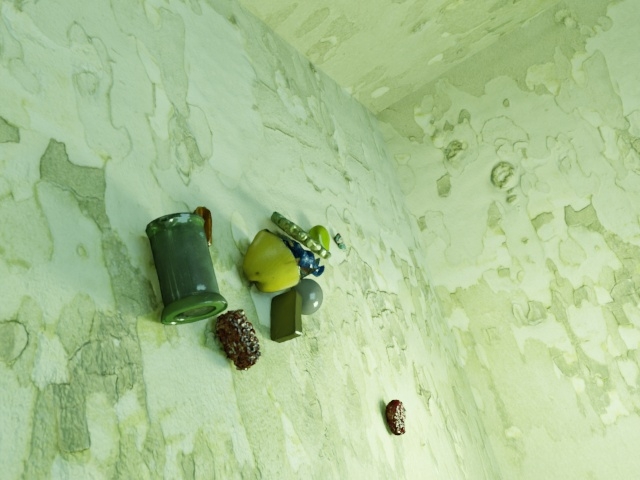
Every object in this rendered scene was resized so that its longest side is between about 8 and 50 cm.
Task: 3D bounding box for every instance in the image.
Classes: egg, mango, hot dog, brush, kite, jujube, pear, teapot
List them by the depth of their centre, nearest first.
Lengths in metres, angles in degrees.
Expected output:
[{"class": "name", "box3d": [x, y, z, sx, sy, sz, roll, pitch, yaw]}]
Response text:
[{"class": "teapot", "box3d": [-0.421, 0.082, 1.454, 0.270, 0.201, 0.336, 61, 10, -72]}, {"class": "hot dog", "box3d": [-0.431, -0.045, 1.660, 0.072, 0.055, 0.188, 29, 44, -43]}, {"class": "pear", "box3d": [-0.218, 0.102, 1.785, 0.178, 0.267, 0.266, -32, 96, -38]}, {"class": "brush", "box3d": [-0.132, 0.300, 1.802, 0.059, 0.123, 0.197, 41, 36, -42]}, {"class": "egg", "box3d": [-0.061, 0.236, 1.948, 0.146, 0.147, 0.198, 53, 11, -19]}, {"class": "kite", "box3d": [-0.101, 0.130, 2.000, 0.010, 0.183, 0.160, -94, -171, -47]}, {"class": "jujube", "box3d": [0.360, 0.852, 2.201, 0.104, 0.104, 0.165, 26, 56, -49]}, {"class": "mango", "box3d": [-0.004, -0.003, 2.305, 0.117, 0.089, 0.163, 31, 43, -45]}]

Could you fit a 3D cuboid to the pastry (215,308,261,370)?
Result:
[{"class": "pastry", "box3d": [-0.277, 0.335, 1.554, 0.208, 0.115, 0.097, 62, 16, 1]}]

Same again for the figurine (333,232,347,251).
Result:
[{"class": "figurine", "box3d": [0.113, 0.011, 2.537, 0.105, 0.047, 0.060, 59, 37, -12]}]

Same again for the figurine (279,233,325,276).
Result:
[{"class": "figurine", "box3d": [-0.106, 0.076, 2.047, 0.262, 0.120, 0.164, 36, -2, -12]}]

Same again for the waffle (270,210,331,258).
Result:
[{"class": "waffle", "box3d": [-0.092, -0.022, 2.054, 0.309, 0.056, 0.292, 37, -4, -30]}]
